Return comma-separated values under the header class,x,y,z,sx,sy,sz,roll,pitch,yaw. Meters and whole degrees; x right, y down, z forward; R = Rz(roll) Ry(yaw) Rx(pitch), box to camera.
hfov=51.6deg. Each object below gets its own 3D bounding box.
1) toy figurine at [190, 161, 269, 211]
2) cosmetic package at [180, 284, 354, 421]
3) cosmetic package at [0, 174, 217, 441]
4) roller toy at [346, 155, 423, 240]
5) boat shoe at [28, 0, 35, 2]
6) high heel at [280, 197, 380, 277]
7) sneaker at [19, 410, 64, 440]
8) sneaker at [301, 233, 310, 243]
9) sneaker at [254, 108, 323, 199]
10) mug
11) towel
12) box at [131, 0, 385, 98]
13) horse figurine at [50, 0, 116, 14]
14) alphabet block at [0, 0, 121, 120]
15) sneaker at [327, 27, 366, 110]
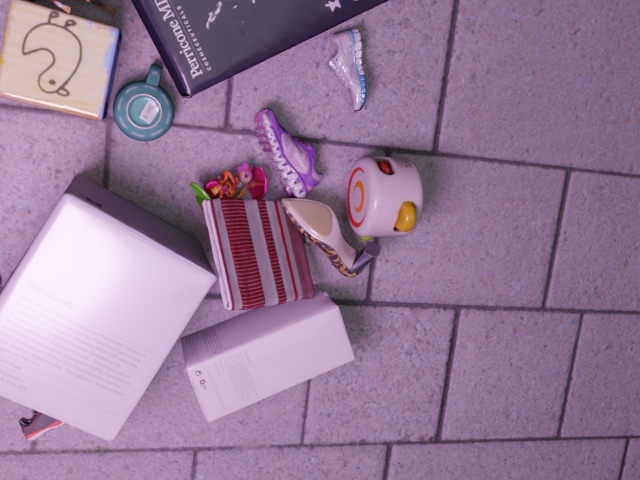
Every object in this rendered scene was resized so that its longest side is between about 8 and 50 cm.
class,x,y,z,sx,sy,sz,roll,pitch,yaw
toy figurine,-0.193,-0.119,1.511,0.159,0.130,0.173,-44,137,-17
cosmetic package,-0.130,0.255,1.567,0.366,0.197,0.155,-20,106,-10
cosmetic package,-0.469,0.122,1.370,0.327,0.329,0.393,32,92,-20
roller toy,0.157,-0.103,1.572,0.146,0.209,0.191,1,81,-17
boat shoe,-0.582,-0.609,1.311,0.109,0.089,0.258,-8,104,-14
high heel,0.000,0.000,1.588,0.261,0.186,0.093,31,64,-4
sneaker,-0.622,0.398,1.528,0.158,0.061,0.065,-31,102,-8
sneaker,-0.035,-0.035,1.623,0.037,0.032,0.083,-22,112,-25
sneaker,-0.069,-0.208,1.546,0.104,0.095,0.236,-33,114,-12
mug,-0.385,-0.292,1.429,0.129,0.097,0.157,-17,106,-12
towel,-0.128,0.026,1.440,0.037,0.329,0.237,-17,82,28
box,-0.172,-0.603,1.318,0.472,0.297,0.480,-28,108,-7
horse figurine,-0.504,-0.507,1.296,0.174,0.263,0.066,32,114,1
alphabet block,-0.517,-0.356,1.329,0.197,0.193,0.192,11,97,-17
sneaker,0.059,-0.397,1.558,0.083,0.071,0.190,-9,95,-7
